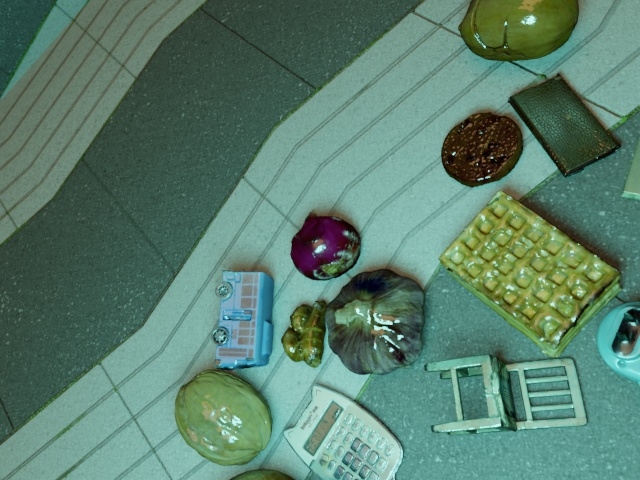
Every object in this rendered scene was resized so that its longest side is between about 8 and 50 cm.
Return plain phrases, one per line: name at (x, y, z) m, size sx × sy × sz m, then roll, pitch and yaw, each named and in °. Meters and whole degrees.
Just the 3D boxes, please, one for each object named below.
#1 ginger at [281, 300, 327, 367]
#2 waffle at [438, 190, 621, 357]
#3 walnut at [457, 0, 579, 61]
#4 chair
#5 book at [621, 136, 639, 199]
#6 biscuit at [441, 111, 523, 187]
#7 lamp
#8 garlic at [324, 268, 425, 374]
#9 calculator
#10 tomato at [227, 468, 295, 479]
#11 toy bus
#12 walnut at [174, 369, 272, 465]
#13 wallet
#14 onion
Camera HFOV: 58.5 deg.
ginger at (-0.037, 0.219, 1.356) m, size 0.103 × 0.073 × 0.162 m, roll 4°, pitch 65°, yaw 12°
waffle at (0.427, 0.066, 1.185) m, size 0.213 × 0.091 × 0.308 m, roll -48°, pitch 57°, yaw 1°
walnut at (0.454, -0.519, 1.353) m, size 0.297 × 0.203 × 0.203 m, roll 5°, pitch 71°, yaw 45°
chair at (0.352, 0.294, 1.095) m, size 0.270 × 0.147 × 0.136 m, roll -12°, pitch 64°, yaw 23°
book at (0.784, -0.156, 1.142) m, size 0.282 × 0.025 × 0.215 m, roll 18°, pitch 77°, yaw 29°
biscuit at (0.379, -0.214, 1.347) m, size 0.192 × 0.049 × 0.192 m, roll -11°, pitch 68°, yaw 28°
lamp at (0.634, 0.206, 0.993) m, size 0.284 × 0.147 × 0.209 m, roll 24°, pitch 79°, yaw 23°
garlic at (0.117, 0.173, 1.247) m, size 0.244 × 0.160 × 0.245 m, roll -9°, pitch 66°, yaw 21°
calculator at (0.054, 0.443, 1.238) m, size 0.268 × 0.040 × 0.177 m, roll 32°, pitch 86°, yaw 31°
tomato at (-0.110, 0.599, 1.147) m, size 0.270 × 0.222 × 0.270 m, roll -12°, pitch 73°, yaw 47°
toy bus at (-0.181, 0.196, 1.385) m, size 0.133 × 0.116 × 0.234 m, roll -1°, pitch 75°, yaw 11°
walnut at (-0.222, 0.402, 1.297) m, size 0.245 × 0.198 × 0.198 m, roll 31°, pitch 85°, yaw 14°
wallet at (0.545, -0.263, 1.294) m, size 0.132 × 0.039 × 0.243 m, roll -28°, pitch 60°, yaw 6°
onion at (-0.006, -0.006, 1.394) m, size 0.173 × 0.135 × 0.198 m, roll -36°, pitch 57°, yaw 5°
